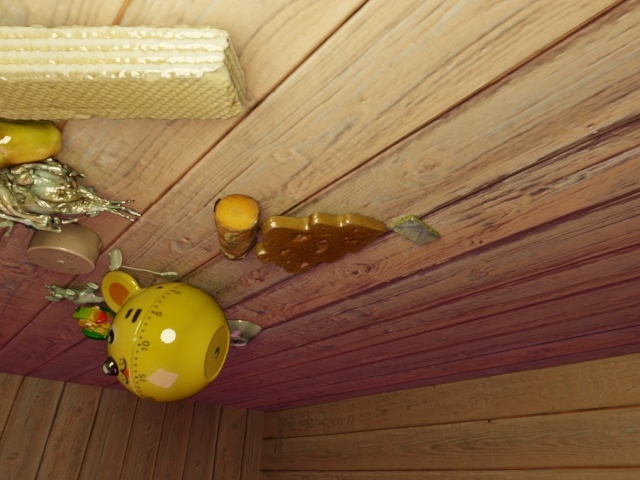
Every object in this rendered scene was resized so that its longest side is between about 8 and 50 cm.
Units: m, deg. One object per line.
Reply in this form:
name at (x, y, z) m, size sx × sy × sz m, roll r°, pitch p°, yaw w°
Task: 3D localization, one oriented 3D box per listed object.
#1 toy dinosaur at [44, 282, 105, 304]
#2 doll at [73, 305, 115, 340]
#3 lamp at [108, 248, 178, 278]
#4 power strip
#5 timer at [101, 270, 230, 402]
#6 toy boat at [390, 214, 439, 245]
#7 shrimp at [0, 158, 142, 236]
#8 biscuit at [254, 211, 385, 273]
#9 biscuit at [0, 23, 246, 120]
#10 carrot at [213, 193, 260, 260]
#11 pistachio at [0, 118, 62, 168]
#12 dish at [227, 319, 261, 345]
toy dinosaur at (-0.742, 0.178, 1.348) m, size 0.242 × 0.053 × 0.167 m, roll 11°, pitch 150°, yaw -17°
doll at (-0.775, 0.280, 1.475) m, size 0.134 × 0.106 × 0.186 m, roll 15°, pitch 149°, yaw -2°
lamp at (-0.480, 0.071, 1.180) m, size 0.050 × 0.056 × 0.198 m, roll -21°, pitch 154°, yaw 32°
power strip at (-0.623, 0.021, 1.042) m, size 0.154 × 0.078 × 0.154 m, roll 1°, pitch 151°, yaw 0°
timer at (-0.473, 0.286, 1.247) m, size 0.387 × 0.376 × 0.376 m, roll 10°, pitch 152°, yaw 14°
toy boat at (0.220, -0.022, 0.989) m, size 0.063 × 0.016 × 0.115 m, roll -25°, pitch 141°, yaw 37°
shrimp at (-0.527, -0.072, 0.777) m, size 0.372 × 0.172 × 0.137 m, roll 17°, pitch 175°, yaw 3°
biscuit at (0.000, -0.001, 0.985) m, size 0.302 × 0.043 × 0.278 m, roll -11°, pitch 153°, yaw 0°
biscuit at (-0.320, -0.219, 0.576) m, size 0.426 × 0.078 × 0.144 m, roll 1°, pitch 172°, yaw 0°
carrot at (-0.193, -0.009, 0.975) m, size 0.102 × 0.101 × 0.263 m, roll 7°, pitch 154°, yaw -10°
pistachio at (-0.519, -0.162, 0.679) m, size 0.189 × 0.110 × 0.100 m, roll -15°, pitch 171°, yaw -5°
dish at (-0.321, 0.362, 1.636) m, size 0.191 × 0.066 × 0.190 m, roll 2°, pitch 150°, yaw 1°
